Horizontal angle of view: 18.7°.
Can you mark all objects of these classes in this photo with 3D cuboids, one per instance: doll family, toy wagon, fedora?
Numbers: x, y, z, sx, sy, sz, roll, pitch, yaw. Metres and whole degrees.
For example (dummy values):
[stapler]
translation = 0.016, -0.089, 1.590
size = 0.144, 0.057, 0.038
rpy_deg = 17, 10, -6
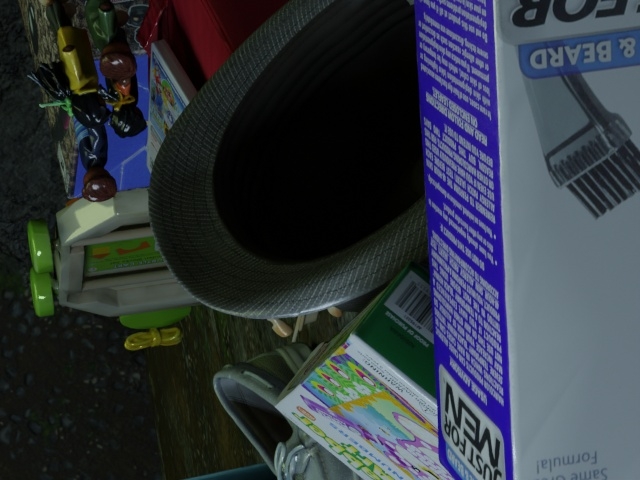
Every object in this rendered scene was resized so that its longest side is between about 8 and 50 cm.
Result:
[doll family]
translation = -0.155, -0.105, 1.341
size = 0.193, 0.076, 0.111
rpy_deg = 73, 179, -64
[toy wagon]
translation = -0.179, 0.025, 2.093
size = 0.344, 0.267, 0.068
rpy_deg = 107, 153, -65
[fedora]
translation = 0.047, -0.047, 1.121
size = 0.124, 0.275, 0.244
rpy_deg = 43, -175, -42

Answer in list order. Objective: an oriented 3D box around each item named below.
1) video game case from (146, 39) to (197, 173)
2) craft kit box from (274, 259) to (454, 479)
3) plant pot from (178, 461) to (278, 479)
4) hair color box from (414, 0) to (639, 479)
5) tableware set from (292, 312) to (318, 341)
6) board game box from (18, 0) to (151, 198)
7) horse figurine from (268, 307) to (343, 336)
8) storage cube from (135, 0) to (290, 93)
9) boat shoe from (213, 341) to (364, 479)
[video game case]
translation = -0.094, -0.063, 1.302
size = 0.087, 0.011, 0.122
rpy_deg = 58, 155, 33
[craft kit box]
translation = 0.103, 0.128, 1.026
size = 0.250, 0.061, 0.246
rpy_deg = 39, 166, 1
[plant pot]
translation = -0.059, 0.350, 2.037
size = 0.234, 0.165, 0.165
rpy_deg = 92, 166, -65
[hair color box]
translation = 0.138, -0.060, 0.761
size = 0.110, 0.185, 0.339
rpy_deg = -130, 33, -65
[tableware set]
translation = 0.000, 0.000, 1.730
size = 0.141, 0.020, 0.169
rpy_deg = 101, 178, -51
[board game box]
translation = -0.190, -0.227, 1.819
size = 0.232, 0.141, 0.291
rpy_deg = 109, 148, -57
[horse figurine]
translation = -0.001, 0.003, 1.553
size = 0.263, 0.066, 0.174
rpy_deg = 7, 131, 47
[storage cube]
translation = -0.004, -0.123, 1.330
size = 0.193, 0.215, 0.184
rpy_deg = -119, 23, -43
[boat shoe]
translation = -0.021, 0.203, 1.877
size = 0.320, 0.103, 0.118
rpy_deg = -120, 24, -58
